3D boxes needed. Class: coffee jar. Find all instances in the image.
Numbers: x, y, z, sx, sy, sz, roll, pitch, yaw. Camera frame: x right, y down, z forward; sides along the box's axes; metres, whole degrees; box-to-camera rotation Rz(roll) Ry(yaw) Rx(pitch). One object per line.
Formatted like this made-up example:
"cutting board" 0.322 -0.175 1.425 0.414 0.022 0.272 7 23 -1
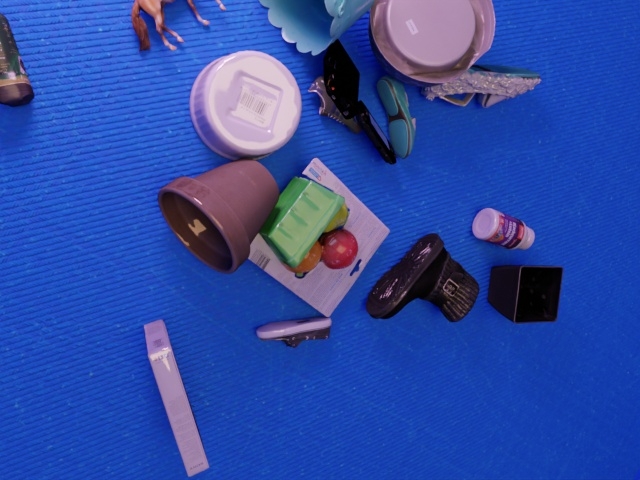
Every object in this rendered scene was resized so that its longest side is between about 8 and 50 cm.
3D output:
"coffee jar" -0.682 -0.382 1.049 0.079 0.096 0.184 -18 103 -17

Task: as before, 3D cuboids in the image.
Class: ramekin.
"ramekin" -0.181 -0.340 1.244 0.277 0.135 0.277 -3 98 -23

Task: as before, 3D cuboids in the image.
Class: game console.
"game console" 0.118 -0.366 1.362 0.361 0.044 0.213 48 34 -36

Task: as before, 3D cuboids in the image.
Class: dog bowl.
"dog bowl" 0.289 -0.583 1.335 0.349 0.102 0.348 0 88 -9

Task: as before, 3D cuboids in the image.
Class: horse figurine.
"horse figurine" -0.357 -0.572 1.177 0.263 0.066 0.174 -45 117 -14

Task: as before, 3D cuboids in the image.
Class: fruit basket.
"fruit basket" 0.000 0.000 1.382 0.353 0.165 0.327 41 81 -38

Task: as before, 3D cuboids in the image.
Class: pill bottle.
"pill bottle" 0.613 -0.031 1.634 0.194 0.108 0.108 16 91 -24

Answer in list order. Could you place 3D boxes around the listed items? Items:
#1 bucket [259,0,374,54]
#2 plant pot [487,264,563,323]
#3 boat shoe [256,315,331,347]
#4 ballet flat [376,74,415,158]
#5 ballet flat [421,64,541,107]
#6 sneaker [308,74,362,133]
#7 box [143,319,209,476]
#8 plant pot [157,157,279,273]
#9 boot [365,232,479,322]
"bucket" -0.010 -0.628 1.210 0.183 0.281 0.281 -42 111 -19
"plant pot" 0.674 0.164 1.655 0.188 0.167 0.188 2 97 -23
"boat shoe" -0.072 0.271 1.411 0.229 0.080 0.076 -6 98 -30
"ballet flat" 0.240 -0.369 1.450 0.087 0.083 0.247 -31 110 -31
"ballet flat" 0.485 -0.484 1.526 0.409 0.147 0.146 -1 98 -20
"sneaker" 0.036 -0.370 1.377 0.086 0.064 0.192 -33 114 0
"box" -0.360 0.378 1.215 0.059 0.232 0.321 -16 104 -19
"plant pot" -0.230 -0.088 1.218 0.229 0.263 0.263 -47 113 -29
"boot" 0.330 0.177 1.532 0.348 0.131 0.260 -44 111 -12
